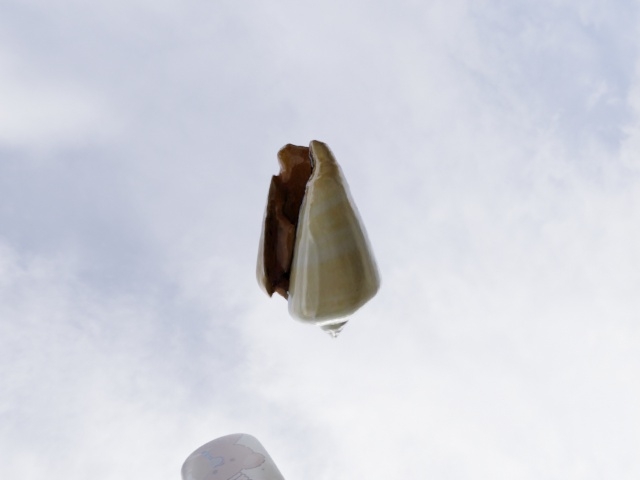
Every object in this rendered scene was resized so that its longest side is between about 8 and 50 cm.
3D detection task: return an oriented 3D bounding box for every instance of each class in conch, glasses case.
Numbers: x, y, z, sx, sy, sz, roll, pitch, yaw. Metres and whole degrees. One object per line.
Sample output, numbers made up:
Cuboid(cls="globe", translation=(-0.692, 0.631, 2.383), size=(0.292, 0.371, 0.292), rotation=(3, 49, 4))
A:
Cuboid(cls="conch", translation=(0.005, 0.003, 0.550), size=(0.159, 0.127, 0.254), rotation=(-2, -99, 25))
Cuboid(cls="glasses case", translation=(-0.061, 0.221, 0.327), size=(0.081, 0.204, 0.051), rotation=(-11, -80, -27))
